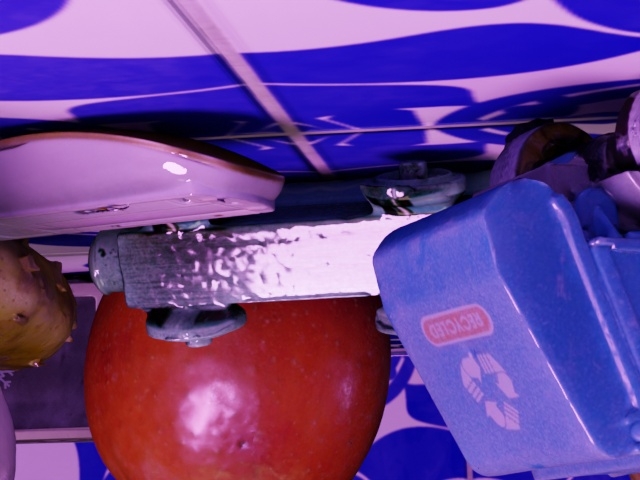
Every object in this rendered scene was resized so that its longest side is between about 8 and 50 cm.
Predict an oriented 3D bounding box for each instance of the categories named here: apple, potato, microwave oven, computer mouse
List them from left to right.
[{"bbox_3d":[-0.224,0.034,1.293,0.117,0.090,0.225,4,167,3],"label":"potato"},{"bbox_3d":[-0.274,0.108,1.697,0.240,0.145,0.194,-3,176,10],"label":"microwave oven"},{"bbox_3d":[-0.114,-0.029,0.950,0.199,0.045,0.102,-5,172,30],"label":"computer mouse"},{"bbox_3d":[-0.056,0.090,1.369,0.218,0.201,0.218,3,179,0],"label":"apple"}]

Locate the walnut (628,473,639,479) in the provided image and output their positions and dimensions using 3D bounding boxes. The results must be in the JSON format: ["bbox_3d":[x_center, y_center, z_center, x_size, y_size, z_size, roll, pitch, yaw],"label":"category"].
[{"bbox_3d":[0.374,0.136,1.536,0.333,0.333,0.333,-2,174,0],"label":"walnut"}]

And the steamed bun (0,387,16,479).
[{"bbox_3d":[-0.327,0.059,0.858,0.339,0.247,0.352,-17,-174,-19],"label":"steamed bun"}]

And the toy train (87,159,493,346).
[{"bbox_3d":[0.000,0.000,1.097,0.248,0.101,0.159,-3,-171,14],"label":"toy train"}]

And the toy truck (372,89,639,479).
[{"bbox_3d":[0.212,0.017,0.905,0.367,0.175,0.146,0,171,-23],"label":"toy truck"}]
